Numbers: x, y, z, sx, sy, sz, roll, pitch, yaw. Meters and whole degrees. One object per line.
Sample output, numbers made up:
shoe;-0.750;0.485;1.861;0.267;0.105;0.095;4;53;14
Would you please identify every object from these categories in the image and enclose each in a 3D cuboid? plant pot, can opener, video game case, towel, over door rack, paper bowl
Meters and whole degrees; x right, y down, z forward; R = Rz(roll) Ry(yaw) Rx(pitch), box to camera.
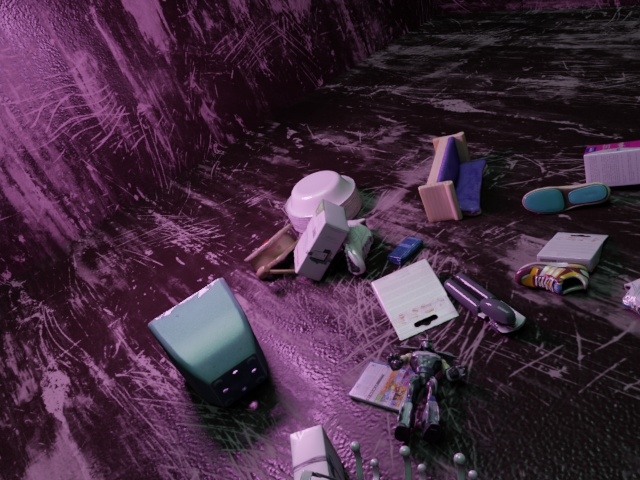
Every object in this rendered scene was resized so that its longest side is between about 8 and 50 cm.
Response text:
plant pot;-0.283;0.311;1.687;0.247;0.247;0.252;-34;50;-17
can opener;0.426;0.150;1.593;0.076;0.095;0.283;-29;32;-11
video game case;0.168;0.366;1.510;0.166;0.015;0.119;6;41;39
towel;0.272;0.030;1.943;0.119;0.029;0.067;-41;34;-27
over door rack;0.142;0.444;1.134;0.240;0.324;0.108;-5;73;29
paper bowl;0.003;-0.159;2.299;0.284;0.148;0.284;-17;33;11

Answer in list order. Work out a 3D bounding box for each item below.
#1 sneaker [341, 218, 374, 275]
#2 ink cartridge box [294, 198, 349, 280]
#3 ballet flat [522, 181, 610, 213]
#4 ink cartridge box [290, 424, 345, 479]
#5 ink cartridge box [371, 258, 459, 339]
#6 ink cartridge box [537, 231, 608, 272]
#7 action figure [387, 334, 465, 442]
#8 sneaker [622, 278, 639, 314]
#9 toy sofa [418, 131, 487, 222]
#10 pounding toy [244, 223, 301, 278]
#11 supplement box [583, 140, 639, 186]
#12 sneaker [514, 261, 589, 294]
sneaker;0.124;0.008;2.012;0.118;0.110;0.292;-11;33;0
ink cartridge box;0.000;0.000;1.995;0.219;0.093;0.160;-61;18;28
ballet flat;0.753;-0.133;1.847;0.249;0.086;0.086;-4;36;26
ink cartridge box;0.001;0.513;1.271;0.082;0.139;0.190;-21;31;6
ink cartridge box;0.269;0.176;1.723;0.181;0.056;0.224;-24;50;-1
ink cartridge box;0.701;0.030;1.671;0.146;0.045;0.179;5;23;39
action figure;0.245;0.333;1.421;0.186;0.099;0.285;0;42;16
sneaker;0.757;0.154;1.410;0.083;0.071;0.190;-16;23;24
toy sofa;0.468;-0.228;2.096;0.177;0.150;0.362;-8;34;26
pounding toy;-0.157;0.073;2.122;0.154;0.154;0.269;-34;7;43
supplement box;0.923;-0.233;1.823;0.220;0.113;0.111;-5;21;30
sneaker;0.603;0.102;1.578;0.186;0.069;0.084;-8;29;25
